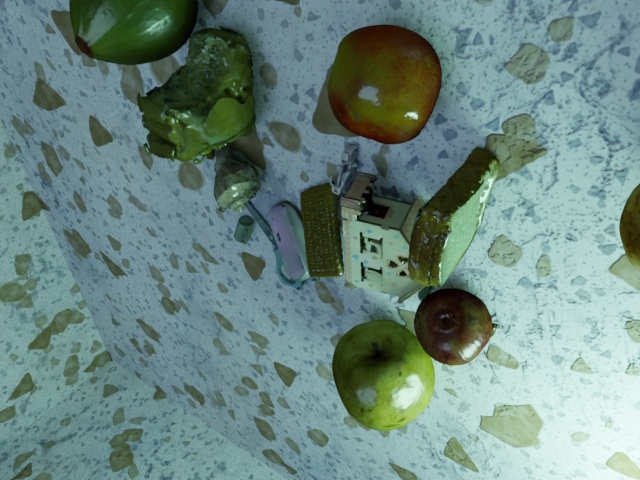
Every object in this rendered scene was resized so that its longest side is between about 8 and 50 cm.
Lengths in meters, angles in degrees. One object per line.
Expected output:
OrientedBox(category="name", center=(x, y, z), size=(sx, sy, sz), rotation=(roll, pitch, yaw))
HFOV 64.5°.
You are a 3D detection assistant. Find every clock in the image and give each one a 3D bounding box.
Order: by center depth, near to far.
OrientedBox(category="clock", center=(0.063, -0.175, 1.269), size=(0.041, 0.087, 0.129), rotation=(25, 128, 24))

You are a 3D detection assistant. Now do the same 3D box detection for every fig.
OrientedBox(category="fig", center=(-0.463, -0.565, 1.229), size=(0.316, 0.316, 0.316), rotation=(24, 135, 26))
OrientedBox(category="fig", center=(0.341, 0.220, 1.283), size=(0.205, 0.205, 0.205), rotation=(24, 135, 26))

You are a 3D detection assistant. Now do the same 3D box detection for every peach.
OrientedBox(category="peach", center=(0.126, -0.304, 1.003), size=(0.231, 0.231, 0.231), rotation=(24, 135, 26))

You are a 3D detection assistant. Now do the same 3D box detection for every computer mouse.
OrientedBox(category="computer mouse", center=(-0.086, 0.003, 1.535), size=(0.126, 0.056, 0.245), rotation=(-27, 82, 47))

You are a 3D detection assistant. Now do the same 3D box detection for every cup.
OrientedBox(category="cup", center=(-0.256, -0.031, 1.677), size=(0.054, 0.075, 0.083), rotation=(20, 135, -3))

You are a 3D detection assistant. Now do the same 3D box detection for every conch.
OrientedBox(category="conch", center=(-0.268, -0.181, 1.507), size=(0.178, 0.163, 0.245), rotation=(-35, 66, 35))

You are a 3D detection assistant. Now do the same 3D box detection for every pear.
OrientedBox(category="pear", center=(0.187, 0.396, 1.482), size=(0.304, 0.304, 0.304), rotation=(24, 135, 26))

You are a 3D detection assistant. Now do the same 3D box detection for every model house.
OrientedBox(category="model house", center=(0.188, 0.001, 1.253), size=(0.244, 0.169, 0.326), rotation=(16, 136, 22))

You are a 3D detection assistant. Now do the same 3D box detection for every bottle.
OrientedBox(category="bottle", center=(0.281, 0.127, 1.363), size=(0.030, 0.030, 0.083), rotation=(27, 137, 23))

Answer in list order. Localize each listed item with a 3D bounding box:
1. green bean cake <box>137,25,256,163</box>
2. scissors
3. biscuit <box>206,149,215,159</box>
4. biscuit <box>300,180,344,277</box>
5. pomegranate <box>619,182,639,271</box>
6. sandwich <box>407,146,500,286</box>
OrientedBox(category="green bean cake", center=(-0.289, -0.354, 1.252), size=(0.202, 0.310, 0.285), rotation=(26, 138, 27))
OrientedBox(category="scissors", center=(-0.142, 0.002, 1.640), size=(0.191, 0.029, 0.360), rotation=(-33, 93, 45))
OrientedBox(category="biscuit", center=(-0.398, -0.348, 1.566), size=(0.183, 0.039, 0.174), rotation=(25, 137, 23))
OrientedBox(category="biscuit", center=(0.000, -0.026, 1.379), size=(0.172, 0.029, 0.255), rotation=(-9, 86, 60))
OrientedBox(category="pomegranate", center=(0.616, -0.021, 0.803), size=(0.248, 0.248, 0.248), rotation=(24, 135, 26))
OrientedBox(category="sandwich", center=(0.274, -0.044, 1.059), size=(0.087, 0.251, 0.226), rotation=(24, 137, 27))
